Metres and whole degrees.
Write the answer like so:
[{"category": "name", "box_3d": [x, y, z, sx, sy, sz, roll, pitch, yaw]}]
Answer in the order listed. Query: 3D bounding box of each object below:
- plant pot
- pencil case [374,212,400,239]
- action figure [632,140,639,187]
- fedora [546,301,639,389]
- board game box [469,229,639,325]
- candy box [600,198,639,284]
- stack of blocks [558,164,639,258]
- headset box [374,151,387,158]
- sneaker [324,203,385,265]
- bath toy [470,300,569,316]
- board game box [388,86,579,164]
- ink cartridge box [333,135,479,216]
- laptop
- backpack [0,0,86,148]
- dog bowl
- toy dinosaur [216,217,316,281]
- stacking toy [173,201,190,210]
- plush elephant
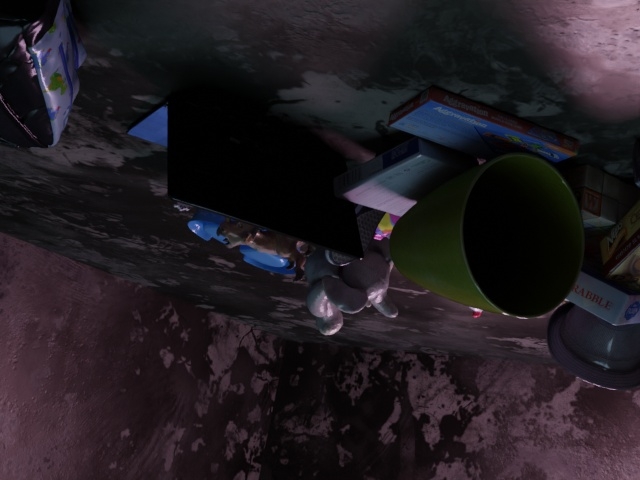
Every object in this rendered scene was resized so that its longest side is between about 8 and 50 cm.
[{"category": "plant pot", "box_3d": [0.264, 0.001, 1.514, 0.275, 0.274, 0.294, 19, 167, -28]}, {"category": "pencil case", "box_3d": [0.209, -0.057, 1.774, 0.104, 0.104, 0.236, 24, 160, -40]}, {"category": "action figure", "box_3d": [0.606, -0.123, 1.244, 0.185, 0.099, 0.285, 28, 156, -28]}, {"category": "fedora", "box_3d": [0.614, 0.176, 1.794, 0.244, 0.124, 0.275, 26, -143, 24]}, {"category": "board game box", "box_3d": [0.504, 0.061, 1.670, 0.319, 0.065, 0.318, 31, -164, 34]}, {"category": "candy box", "box_3d": [0.675, 0.014, 1.467, 0.317, 0.087, 0.183, 10, 147, -8]}, {"category": "stack of blocks", "box_3d": [0.539, -0.040, 1.606, 0.297, 0.087, 0.171, 19, 163, -27]}, {"category": "headset box", "box_3d": [0.145, -0.143, 1.623, 0.062, 0.032, 0.083, 1, 164, 34]}, {"category": "sneaker", "box_3d": [0.037, -0.037, 1.759, 0.163, 0.226, 0.086, 2, 135, 44]}, {"category": "bath toy", "box_3d": [0.522, 0.144, 2.243, 0.348, 0.128, 0.151, -1, 161, 42]}, {"category": "board game box", "box_3d": [0.269, -0.178, 1.409, 0.281, 0.027, 0.145, 16, 166, -20]}, {"category": "ink cartridge box", "box_3d": [0.179, -0.110, 1.584, 0.224, 0.045, 0.223, 16, 152, -40]}, {"category": "laptop", "box_3d": [-0.161, -0.099, 1.644, 0.382, 0.407, 0.236, 18, 131, -27]}, {"category": "backpack", "box_3d": [-0.477, -0.274, 1.232, 0.290, 0.273, 0.355, 8, 144, 3]}, {"category": "dog bowl", "box_3d": [-0.171, -0.012, 2.014, 0.297, 0.074, 0.166, 30, 160, -32]}, {"category": "toy dinosaur", "box_3d": [-0.065, -0.038, 1.910, 0.127, 0.296, 0.200, -5, 117, 53]}, {"category": "stacking toy", "box_3d": [-0.240, -0.091, 2.070, 0.221, 0.052, 0.167, 16, 165, -19]}, {"category": "plush elephant", "box_3d": [0.094, 0.091, 2.084, 0.255, 0.272, 0.330, 32, 160, 48]}]
